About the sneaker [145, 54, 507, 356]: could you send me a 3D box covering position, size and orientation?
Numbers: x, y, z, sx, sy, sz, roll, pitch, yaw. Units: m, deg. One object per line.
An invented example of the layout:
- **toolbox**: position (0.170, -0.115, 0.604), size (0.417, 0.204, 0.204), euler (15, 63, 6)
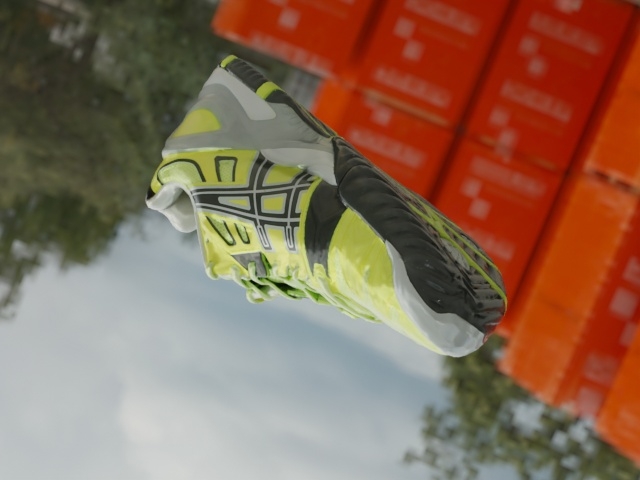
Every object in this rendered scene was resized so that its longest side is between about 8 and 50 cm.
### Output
- **sneaker**: position (0.000, 0.000, 1.352), size (0.145, 0.147, 0.384), euler (36, -177, -38)
